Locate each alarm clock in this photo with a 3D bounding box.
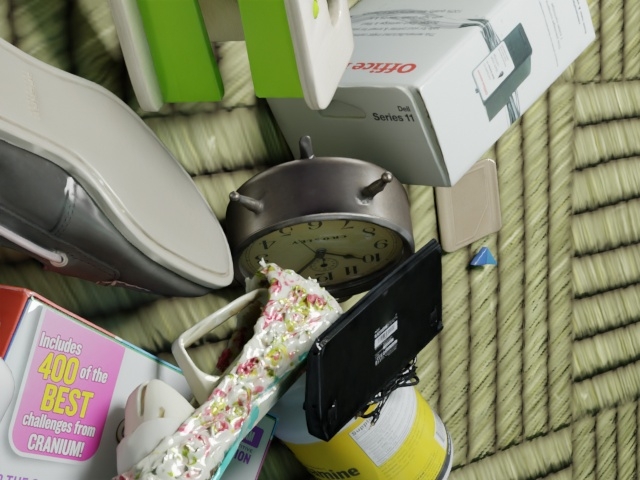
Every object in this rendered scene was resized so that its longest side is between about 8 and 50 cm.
[{"bbox_3d":[0.000,0.000,0.999,0.192,0.129,0.064,82,2,-60],"label":"alarm clock"}]

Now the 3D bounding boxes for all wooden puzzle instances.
[{"bbox_3d":[0.125,-0.032,1.203,0.078,0.014,0.116,-12,104,-42],"label":"wooden puzzle"}]

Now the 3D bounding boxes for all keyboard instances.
[{"bbox_3d":[0.029,0.072,0.940,0.192,0.038,0.100,-34,128,-54],"label":"keyboard"}]

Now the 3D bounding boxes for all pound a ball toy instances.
[{"bbox_3d":[-0.105,-0.240,0.840,0.136,0.208,0.319,-70,154,-49],"label":"pound a ball toy"}]

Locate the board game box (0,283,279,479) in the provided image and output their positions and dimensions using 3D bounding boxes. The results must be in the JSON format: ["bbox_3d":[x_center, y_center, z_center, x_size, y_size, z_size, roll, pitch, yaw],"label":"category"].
[{"bbox_3d":[-0.171,0.216,0.874,0.242,0.064,0.316,35,70,-44],"label":"board game box"}]

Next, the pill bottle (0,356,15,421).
[{"bbox_3d":[-0.272,0.151,0.695,0.146,0.146,0.264,42,64,-42],"label":"pill bottle"}]

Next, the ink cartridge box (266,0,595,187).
[{"bbox_3d":[0.082,-0.132,1.039,0.208,0.153,0.087,-44,124,-33],"label":"ink cartridge box"}]

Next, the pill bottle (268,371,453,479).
[{"bbox_3d":[0.017,0.123,1.037,0.184,0.103,0.103,52,59,-38],"label":"pill bottle"}]

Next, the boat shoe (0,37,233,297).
[{"bbox_3d":[-0.181,-0.047,0.826,0.335,0.095,0.112,38,32,-47],"label":"boat shoe"}]

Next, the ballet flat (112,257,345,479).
[{"bbox_3d":[-0.073,0.100,0.871,0.077,0.091,0.241,45,49,-5],"label":"ballet flat"}]
